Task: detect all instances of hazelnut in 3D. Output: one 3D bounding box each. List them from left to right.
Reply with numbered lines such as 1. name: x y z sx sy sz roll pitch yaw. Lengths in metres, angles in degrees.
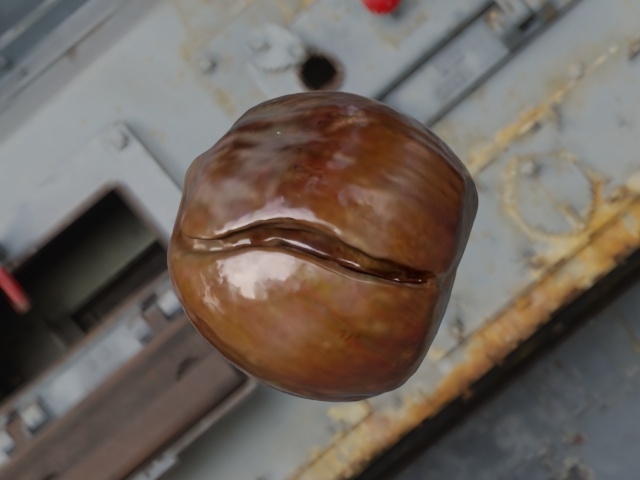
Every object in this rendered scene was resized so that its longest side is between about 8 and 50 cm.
1. hazelnut: 0.000 0.000 0.666 0.143 0.143 0.154 -38 24 54
